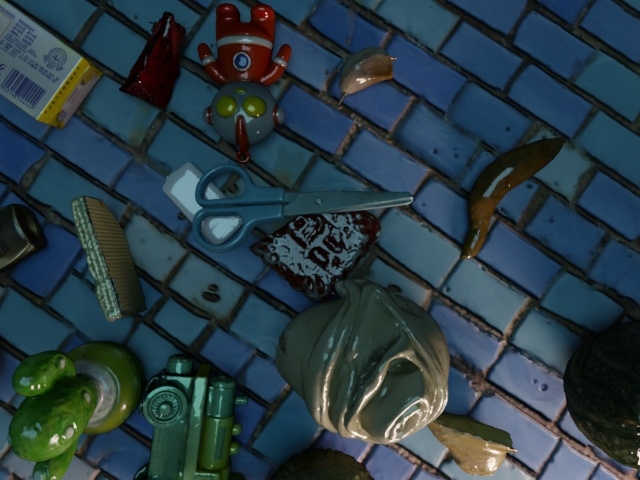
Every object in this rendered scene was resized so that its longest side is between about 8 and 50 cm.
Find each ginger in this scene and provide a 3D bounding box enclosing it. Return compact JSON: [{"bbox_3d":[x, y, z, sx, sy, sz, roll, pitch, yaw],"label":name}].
[{"bbox_3d":[0.293,0.426,1.035,0.193,0.115,0.122,18,105,11],"label":"ginger"}]

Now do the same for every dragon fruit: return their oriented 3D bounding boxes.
[{"bbox_3d":[-0.359,-0.392,1.033,0.092,0.122,0.192,21,91,15],"label":"dragon fruit"}]

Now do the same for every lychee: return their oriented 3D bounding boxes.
[{"bbox_3d":[-0.001,0.537,0.957,0.255,0.274,0.255,-5,59,9],"label":"lychee"}]

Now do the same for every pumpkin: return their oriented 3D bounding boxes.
[{"bbox_3d":[0.660,0.307,0.966,0.328,0.257,0.291,-28,103,7],"label":"pumpkin"}]

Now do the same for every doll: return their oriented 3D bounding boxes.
[{"bbox_3d":[-0.163,-0.328,1.036,0.200,0.105,0.336,2,88,-1],"label":"doll"}]

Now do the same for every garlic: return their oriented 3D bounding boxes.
[{"bbox_3d":[0.092,-0.367,1.060,0.152,0.066,0.084,-24,91,-3],"label":"garlic"}]

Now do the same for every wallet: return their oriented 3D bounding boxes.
[{"bbox_3d":[-0.255,-0.081,1.067,0.190,0.033,0.095,45,87,-1],"label":"wallet"}]

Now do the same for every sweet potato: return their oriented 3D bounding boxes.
[{"bbox_3d":[0.391,-0.115,1.056,0.108,0.079,0.346,39,92,-12],"label":"sweet potato"}]

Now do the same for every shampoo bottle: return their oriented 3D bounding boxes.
[{"bbox_3d":[-0.767,0.039,1.032,0.350,0.084,0.125,-23,91,0],"label":"shampoo bottle"}]

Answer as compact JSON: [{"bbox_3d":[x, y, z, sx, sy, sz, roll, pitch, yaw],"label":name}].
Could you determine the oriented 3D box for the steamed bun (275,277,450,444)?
[{"bbox_3d":[0.101,0.250,0.950,0.310,0.219,0.324,-42,107,3],"label":"steamed bun"}]

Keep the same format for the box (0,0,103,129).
[{"bbox_3d":[-0.624,-0.379,1.034,0.265,0.097,0.168,34,89,-1],"label":"box"}]

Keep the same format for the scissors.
[{"bbox_3d":[-0.042,-0.074,0.983,0.447,0.029,0.192,-2,71,11],"label":"scissors"}]

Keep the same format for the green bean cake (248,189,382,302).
[{"bbox_3d":[0.000,0.000,1.037,0.198,0.097,0.232,43,89,0],"label":"green bean cake"}]

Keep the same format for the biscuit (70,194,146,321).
[{"bbox_3d":[-0.432,0.038,1.003,0.052,0.150,0.252,-17,90,-2],"label":"biscuit"}]

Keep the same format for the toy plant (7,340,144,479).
[{"bbox_3d":[-0.464,0.303,0.912,0.185,0.316,0.224,-1,87,2],"label":"toy plant"}]

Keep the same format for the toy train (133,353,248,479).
[{"bbox_3d":[-0.257,0.421,1.008,0.237,0.150,0.368,7,89,-9],"label":"toy train"}]
